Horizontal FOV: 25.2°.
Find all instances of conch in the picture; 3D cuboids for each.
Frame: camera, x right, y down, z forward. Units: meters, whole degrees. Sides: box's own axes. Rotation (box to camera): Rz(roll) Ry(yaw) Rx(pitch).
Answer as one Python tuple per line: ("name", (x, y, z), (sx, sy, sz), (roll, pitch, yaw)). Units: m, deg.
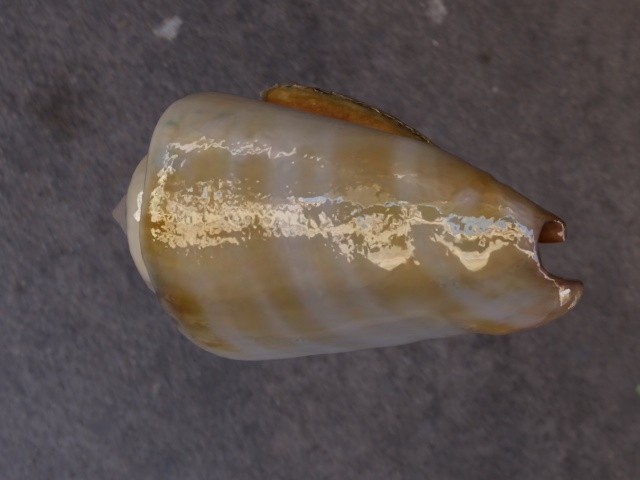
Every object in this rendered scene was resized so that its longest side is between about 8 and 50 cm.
("conch", (-0.008, 0.007, 0.722), (0.127, 0.255, 0.158), (-45, 129, -36))

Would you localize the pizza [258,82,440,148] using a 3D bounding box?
("pizza", (0.000, -0.007, 0.944), (0.193, 0.201, 0.053), (-41, 161, -18))
